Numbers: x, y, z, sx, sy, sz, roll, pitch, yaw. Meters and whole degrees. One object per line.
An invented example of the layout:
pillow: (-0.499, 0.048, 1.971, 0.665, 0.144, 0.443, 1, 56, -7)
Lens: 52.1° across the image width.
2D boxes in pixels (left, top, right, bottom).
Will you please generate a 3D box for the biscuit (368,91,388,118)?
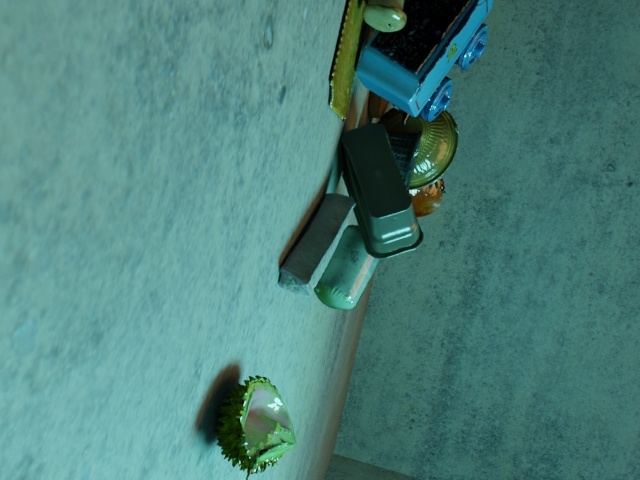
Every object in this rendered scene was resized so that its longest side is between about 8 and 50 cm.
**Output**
biscuit: (0.190, -0.504, 1.765, 0.275, 0.052, 0.355, -52, 153, -69)

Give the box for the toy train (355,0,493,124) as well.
toy train: (0.221, -0.406, 1.383, 0.300, 0.188, 0.265, -56, 164, 3)

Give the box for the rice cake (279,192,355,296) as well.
rice cake: (0.000, 0.000, 1.264, 0.365, 0.072, 0.056, -63, 167, -57)

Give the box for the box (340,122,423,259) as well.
box: (0.129, -0.111, 1.460, 0.178, 0.138, 0.274, 69, 2, -67)

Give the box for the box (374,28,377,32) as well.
box: (0.165, -0.558, 1.444, 0.194, 0.073, 0.139, 61, 45, -77)

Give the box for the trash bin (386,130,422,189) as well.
trash bin: (0.165, -0.214, 1.680, 0.175, 0.161, 0.175, 16, 90, -83)

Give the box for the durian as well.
durian: (-0.108, 0.274, 0.957, 0.221, 0.095, 0.137, 51, 17, -77)

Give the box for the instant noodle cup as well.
instant noodle cup: (0.241, -0.281, 1.809, 0.091, 0.274, 0.274, 28, 75, -61)

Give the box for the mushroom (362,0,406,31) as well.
mushroom: (0.132, -0.511, 1.231, 0.108, 0.096, 0.247, 60, 39, -62)

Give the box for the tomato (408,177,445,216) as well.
tomato: (0.226, -0.176, 2.042, 0.170, 0.309, 0.309, -34, 147, -30)

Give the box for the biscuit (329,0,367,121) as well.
biscuit: (0.055, -0.356, 1.259, 0.237, 0.013, 0.232, -13, 116, -80)

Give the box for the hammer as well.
hammer: (0.058, 0.099, 1.656, 0.206, 0.119, 0.335, -59, 175, -19)
